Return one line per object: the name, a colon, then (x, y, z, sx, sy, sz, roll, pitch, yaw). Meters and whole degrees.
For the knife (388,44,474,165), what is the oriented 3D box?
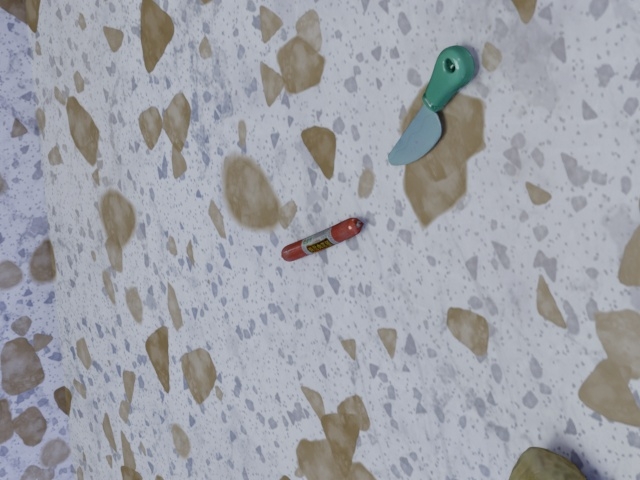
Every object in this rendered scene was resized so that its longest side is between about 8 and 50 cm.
knife: (0.157, -0.176, 1.501, 0.063, 0.034, 0.260, 52, 146, 19)

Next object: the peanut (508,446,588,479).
peanut: (0.330, 0.424, 1.383, 0.149, 0.149, 0.313, -39, 67, 53)

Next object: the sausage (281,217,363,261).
sausage: (0.000, 0.000, 1.779, 0.253, 0.034, 0.034, -25, 82, 55)
